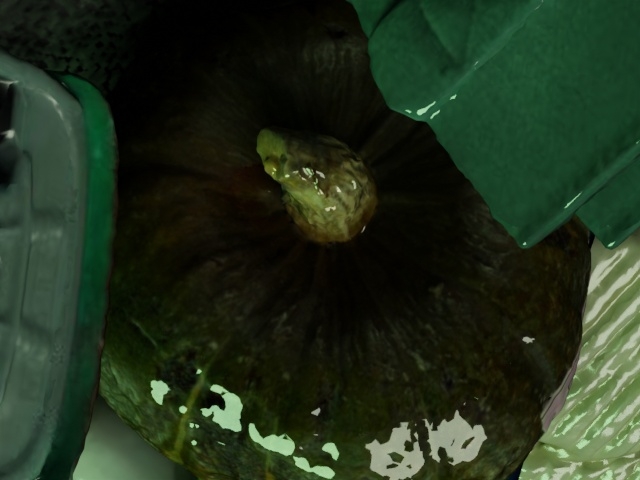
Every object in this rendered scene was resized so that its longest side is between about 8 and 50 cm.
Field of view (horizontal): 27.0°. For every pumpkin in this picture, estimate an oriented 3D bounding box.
[{"bbox_3d":[0.000,-0.002,0.616,0.260,0.260,0.189,-23,153,-11],"label":"pumpkin"}]

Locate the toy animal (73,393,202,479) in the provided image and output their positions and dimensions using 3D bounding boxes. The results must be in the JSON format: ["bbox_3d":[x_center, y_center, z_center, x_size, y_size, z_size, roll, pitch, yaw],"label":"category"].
[{"bbox_3d":[-0.088,0.147,0.787,0.267,0.212,0.213,-44,162,-31],"label":"toy animal"}]

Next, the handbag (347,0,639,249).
[{"bbox_3d":[0.091,-0.178,0.397,0.100,0.269,0.274,-10,148,-48],"label":"handbag"}]

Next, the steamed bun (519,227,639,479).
[{"bbox_3d":[0.209,0.091,0.943,0.367,0.255,0.342,25,121,-15],"label":"steamed bun"}]

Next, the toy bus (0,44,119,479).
[{"bbox_3d":[-0.250,-0.005,0.423,0.199,0.184,0.343,-1,169,35],"label":"toy bus"}]

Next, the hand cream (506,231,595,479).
[{"bbox_3d":[0.090,0.022,0.742,0.061,0.120,0.271,12,91,-80],"label":"hand cream"}]
